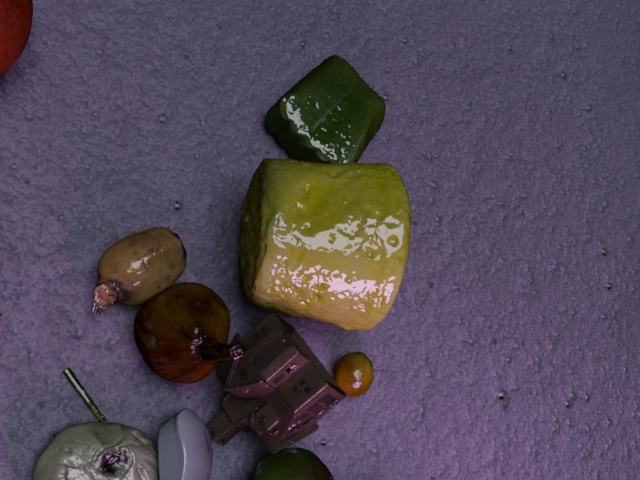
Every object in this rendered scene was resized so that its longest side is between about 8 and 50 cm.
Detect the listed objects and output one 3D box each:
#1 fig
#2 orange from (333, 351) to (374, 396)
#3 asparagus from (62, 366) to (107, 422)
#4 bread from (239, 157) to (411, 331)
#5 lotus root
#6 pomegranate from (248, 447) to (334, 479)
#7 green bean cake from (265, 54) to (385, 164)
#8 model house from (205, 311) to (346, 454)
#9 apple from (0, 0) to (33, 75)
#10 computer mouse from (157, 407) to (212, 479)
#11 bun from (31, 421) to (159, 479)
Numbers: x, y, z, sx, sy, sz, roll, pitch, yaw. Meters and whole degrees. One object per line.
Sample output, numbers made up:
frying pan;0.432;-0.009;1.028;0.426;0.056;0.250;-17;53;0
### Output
fig;-0.234;0.158;1.322;0.190;0.290;0.191;3;78;-15
orange;0.072;0.278;1.548;0.085;0.085;0.095;34;64;-12
asparagus;-0.426;0.285;1.344;0.015;0.018;0.127;-35;90;-5
bread;0.000;0.000;1.460;0.307;0.348;0.348;7;71;-20
lotus root;-0.348;0.056;1.402;0.221;0.118;0.125;-35;74;-33
pomegranate;-0.077;0.489;1.368;0.225;0.187;0.187;-26;85;-6
green bean cake;0.022;-0.278;1.683;0.222;0.125;0.248;46;63;-8
model house;-0.119;0.283;1.387;0.243;0.204;0.211;-41;58;0
apple;-0.687;-0.428;1.300;0.348;0.277;0.349;8;71;-24
computer mouse;-0.236;0.418;1.326;0.079;0.128;0.231;-9;77;14
bun;-0.381;0.411;1.271;0.221;0.108;0.221;8;71;-23
